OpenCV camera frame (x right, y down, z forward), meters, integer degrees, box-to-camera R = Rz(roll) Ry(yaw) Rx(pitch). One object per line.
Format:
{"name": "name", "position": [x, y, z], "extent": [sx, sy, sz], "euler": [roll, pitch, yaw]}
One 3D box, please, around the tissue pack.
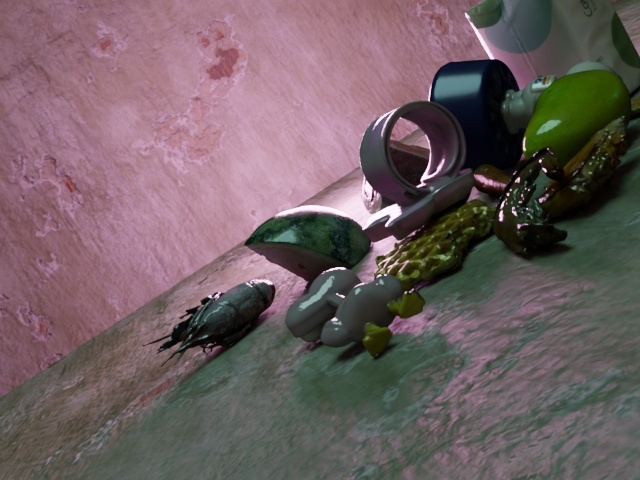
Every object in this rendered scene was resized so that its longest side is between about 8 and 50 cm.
{"name": "tissue pack", "position": [0.541, -0.455, 1.888], "extent": [0.194, 0.356, 0.266], "euler": [-37, 10, -29]}

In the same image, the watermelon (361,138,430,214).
{"name": "watermelon", "position": [0.209, -0.192, 2.091], "extent": [0.262, 0.201, 0.213], "euler": [-28, 17, 1]}

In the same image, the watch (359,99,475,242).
{"name": "watch", "position": [0.164, -0.144, 1.604], "extent": [0.248, 0.217, 0.211], "euler": [-31, 8, -22]}

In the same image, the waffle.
{"name": "waffle", "position": [0.207, 0.010, 1.480], "extent": [0.291, 0.051, 0.291], "euler": [-33, 9, 6]}

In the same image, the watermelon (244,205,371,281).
{"name": "watermelon", "position": [0.000, 0.000, 1.930], "extent": [0.260, 0.256, 0.176], "euler": [-47, -28, -34]}

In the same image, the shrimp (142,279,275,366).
{"name": "shrimp", "position": [-0.237, 0.182, 1.826], "extent": [0.343, 0.116, 0.145], "euler": [-30, 6, -36]}

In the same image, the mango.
{"name": "mango", "position": [0.477, -0.219, 1.514], "extent": [0.185, 0.149, 0.273], "euler": [-18, 21, 31]}

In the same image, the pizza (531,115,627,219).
{"name": "pizza", "position": [0.431, -0.107, 1.327], "extent": [0.226, 0.069, 0.147], "euler": [-43, -3, -45]}

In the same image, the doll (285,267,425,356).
{"name": "doll", "position": [0.039, 0.111, 1.360], "extent": [0.160, 0.094, 0.365], "euler": [-43, 11, -17]}

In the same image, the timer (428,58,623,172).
{"name": "timer", "position": [0.456, -0.284, 1.768], "extent": [0.383, 0.270, 0.270], "euler": [-6, 23, 35]}

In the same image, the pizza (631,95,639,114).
{"name": "pizza", "position": [0.637, -0.269, 1.625], "extent": [0.078, 0.025, 0.083], "euler": [-39, 13, -17]}

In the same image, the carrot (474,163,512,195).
{"name": "carrot", "position": [0.360, -0.111, 1.628], "extent": [0.061, 0.061, 0.209], "euler": [-32, 13, 0]}

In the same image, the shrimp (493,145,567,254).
{"name": "shrimp", "position": [0.331, -0.063, 1.264], "extent": [0.253, 0.058, 0.173], "euler": [-134, 68, -81]}

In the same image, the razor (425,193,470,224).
{"name": "razor", "position": [0.258, -0.071, 1.726], "extent": [0.090, 0.054, 0.148], "euler": [-20, 20, 43]}
